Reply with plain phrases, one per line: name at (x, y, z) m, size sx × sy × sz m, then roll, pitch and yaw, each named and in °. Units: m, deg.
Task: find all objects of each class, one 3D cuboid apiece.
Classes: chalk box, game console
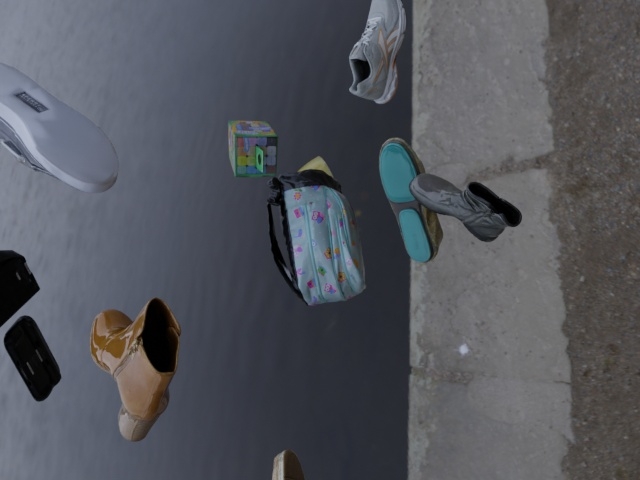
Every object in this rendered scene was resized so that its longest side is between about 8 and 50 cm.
chalk box at (-0.206, -0.274, 1.469) m, size 0.213 × 0.132 × 0.132 m, roll -119°, pitch 30°, yaw -58°
game console at (-0.680, 0.211, 1.067) m, size 0.213 × 0.044 × 0.361 m, roll -79°, pitch -19°, yaw -62°

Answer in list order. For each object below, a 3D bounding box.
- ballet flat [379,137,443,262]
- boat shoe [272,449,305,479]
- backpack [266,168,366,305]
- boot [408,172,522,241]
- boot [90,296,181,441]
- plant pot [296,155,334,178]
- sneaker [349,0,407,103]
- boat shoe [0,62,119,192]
ballet flat at (0.241, -0.111, 1.249) m, size 0.123 × 0.123 × 0.348 m, roll 6°, pitch 123°, yaw 50°
boat shoe at (-0.052, 0.360, 0.613) m, size 0.059 × 0.063 × 0.170 m, roll -19°, pitch 56°, yaw 21°
backpack at (0.000, 0.000, 0.689) m, size 0.115 × 0.152 × 0.182 m, roll -14°, pitch 76°, yaw 16°
boot at (0.316, -0.097, 1.058) m, size 0.246 × 0.161 × 0.083 m, roll 34°, pitch 79°, yaw 12°
boot at (-0.312, 0.168, 0.828) m, size 0.295 × 0.104 × 0.211 m, roll 55°, pitch 127°, yaw 39°
plant pot at (-0.021, -0.102, 1.045) m, size 0.095 × 0.134 × 0.134 m, roll -25°, pitch 50°, yaw -7°
sneaker at (0.127, -0.466, 1.145) m, size 0.099 × 0.121 × 0.262 m, roll 15°, pitch 106°, yaw 53°
boat shoe at (-0.440, -0.158, 0.759) m, size 0.301 × 0.108 × 0.102 m, roll 37°, pitch 133°, yaw 8°
